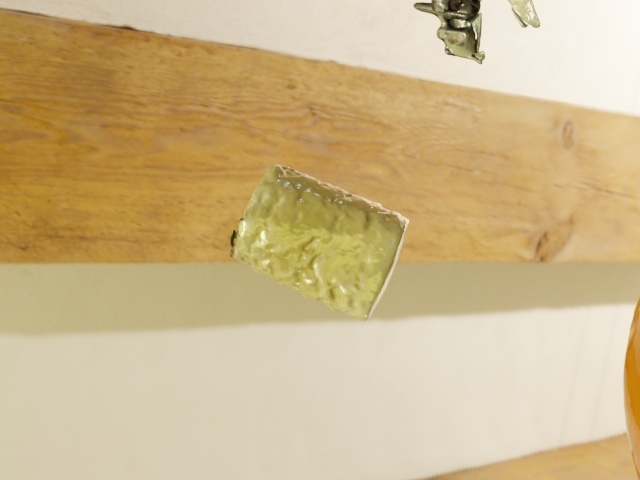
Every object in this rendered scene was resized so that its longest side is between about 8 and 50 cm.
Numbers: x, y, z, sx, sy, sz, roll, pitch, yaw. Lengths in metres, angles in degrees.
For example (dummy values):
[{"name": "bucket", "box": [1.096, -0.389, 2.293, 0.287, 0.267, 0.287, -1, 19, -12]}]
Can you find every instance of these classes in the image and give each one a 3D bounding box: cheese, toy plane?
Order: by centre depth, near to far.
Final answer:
[{"name": "toy plane", "box": [0.100, -0.274, 1.027, 0.088, 0.262, 0.192, -36, -48, -45]}, {"name": "cheese", "box": [0.000, 0.000, 1.122, 0.123, 0.167, 0.094, -64, -9, -7]}]

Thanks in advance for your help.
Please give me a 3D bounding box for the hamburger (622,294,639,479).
[{"name": "hamburger", "box": [0.357, 0.100, 0.510, 0.395, 0.277, 0.396, 13, -125, -19]}]
